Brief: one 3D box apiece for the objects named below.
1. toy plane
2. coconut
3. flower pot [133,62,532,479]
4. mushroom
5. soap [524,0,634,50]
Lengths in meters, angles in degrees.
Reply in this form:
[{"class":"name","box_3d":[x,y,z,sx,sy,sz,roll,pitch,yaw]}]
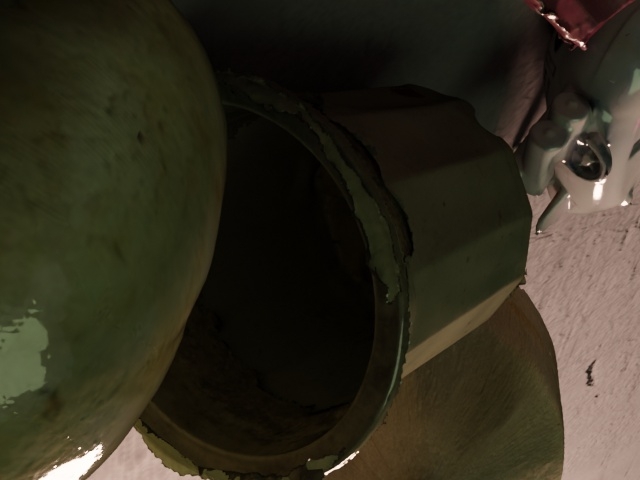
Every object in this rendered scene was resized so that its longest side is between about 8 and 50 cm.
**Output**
[{"class":"toy plane","box_3d":[0.217,-0.106,1.492,0.244,0.117,0.245,-43,158,-22]},{"class":"coconut","box_3d":[0.089,0.147,1.578,0.237,0.237,0.266,-51,-167,30]},{"class":"flower pot","box_3d":[0.000,0.000,1.292,0.259,0.290,0.290,-23,154,-50]},{"class":"mushroom","box_3d":[-0.191,-0.009,1.005,0.352,0.260,0.352,-58,-170,16]},{"class":"soap","box_3d":[0.131,-0.206,1.147,0.112,0.182,0.289,-42,147,11]}]
